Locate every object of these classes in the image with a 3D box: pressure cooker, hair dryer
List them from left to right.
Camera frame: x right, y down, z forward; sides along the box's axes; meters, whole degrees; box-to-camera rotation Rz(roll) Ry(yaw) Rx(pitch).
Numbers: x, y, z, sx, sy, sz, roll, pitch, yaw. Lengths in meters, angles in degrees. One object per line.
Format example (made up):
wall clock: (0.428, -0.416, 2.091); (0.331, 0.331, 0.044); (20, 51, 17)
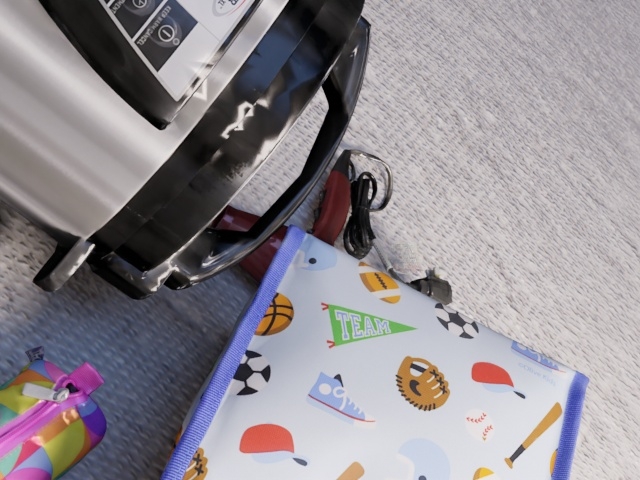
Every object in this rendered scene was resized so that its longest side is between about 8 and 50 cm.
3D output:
pressure cooker: (-0.162, -0.180, 0.881); (0.420, 0.370, 0.375); (40, 26, -17)
hair dryer: (0.000, 0.000, 1.134); (0.293, 0.080, 0.224); (0, 53, -43)

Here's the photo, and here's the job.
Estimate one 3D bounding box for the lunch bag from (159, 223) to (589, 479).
lunch bag: (0.018, 0.237, 0.864); (0.327, 0.239, 0.385); (25, 45, -2)

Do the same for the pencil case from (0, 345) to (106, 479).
pencil case: (-0.277, 0.184, 0.796); (0.104, 0.104, 0.236); (53, 49, -4)
